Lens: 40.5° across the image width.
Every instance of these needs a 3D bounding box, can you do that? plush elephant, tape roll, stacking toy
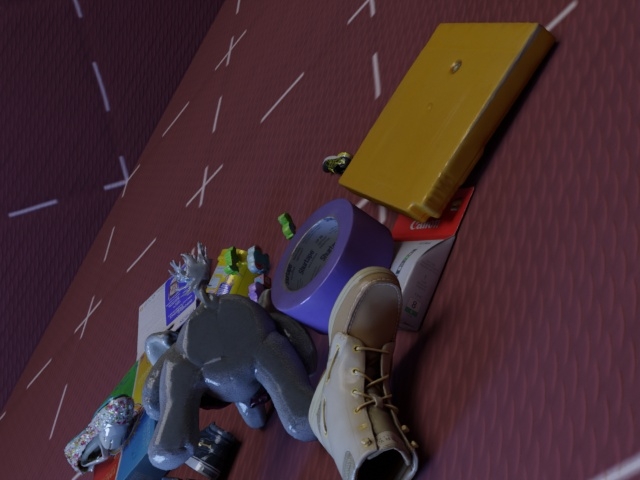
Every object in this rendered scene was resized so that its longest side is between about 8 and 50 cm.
[{"bbox_3d":[-0.137,0.191,1.350,0.271,0.255,0.330,-19,70,0],"label":"plush elephant"},{"bbox_3d":[0.015,0.038,1.269,0.189,0.080,0.189,-45,25,28],"label":"tape roll"},{"bbox_3d":[-0.114,0.067,1.568,0.167,0.052,0.221,-30,48,29],"label":"stacking toy"}]

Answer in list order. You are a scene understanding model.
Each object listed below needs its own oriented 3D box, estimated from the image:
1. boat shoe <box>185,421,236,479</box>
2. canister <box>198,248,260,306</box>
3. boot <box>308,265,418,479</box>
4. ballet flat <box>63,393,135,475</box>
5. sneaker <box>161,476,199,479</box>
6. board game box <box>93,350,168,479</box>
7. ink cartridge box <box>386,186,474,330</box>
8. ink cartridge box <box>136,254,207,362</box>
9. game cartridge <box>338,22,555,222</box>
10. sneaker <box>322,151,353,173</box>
[{"bbox_3d":[-0.201,0.354,1.495,0.083,0.065,0.183,-57,24,-17],"label":"boat shoe"},{"bbox_3d":[-0.183,0.108,1.719,0.126,0.073,0.170,-1,63,61],"label":"canister"},{"bbox_3d":[0.064,0.183,1.062,0.203,0.095,0.262,-122,47,-63],"label":"boot"},{"bbox_3d":[-0.429,0.391,1.723,0.241,0.091,0.077,-46,59,36],"label":"ballet flat"},{"bbox_3d":[-0.200,0.430,1.395,0.221,0.083,0.087,-25,54,61],"label":"sneaker"},{"bbox_3d":[-0.373,0.385,1.773,0.242,0.064,0.316,-50,27,22],"label":"board game box"},{"bbox_3d":[0.115,0.017,1.259,0.181,0.056,0.225,-3,61,62],"label":"ink cartridge box"},{"bbox_3d":[-0.334,0.165,1.949,0.206,0.045,0.208,-42,30,20],"label":"ink cartridge box"},{"bbox_3d":[0.181,-0.189,1.333,0.324,0.052,0.285,-58,25,0],"label":"game cartridge"},{"bbox_3d":[0.028,-0.140,1.636,0.083,0.031,0.035,-23,43,54],"label":"sneaker"}]
